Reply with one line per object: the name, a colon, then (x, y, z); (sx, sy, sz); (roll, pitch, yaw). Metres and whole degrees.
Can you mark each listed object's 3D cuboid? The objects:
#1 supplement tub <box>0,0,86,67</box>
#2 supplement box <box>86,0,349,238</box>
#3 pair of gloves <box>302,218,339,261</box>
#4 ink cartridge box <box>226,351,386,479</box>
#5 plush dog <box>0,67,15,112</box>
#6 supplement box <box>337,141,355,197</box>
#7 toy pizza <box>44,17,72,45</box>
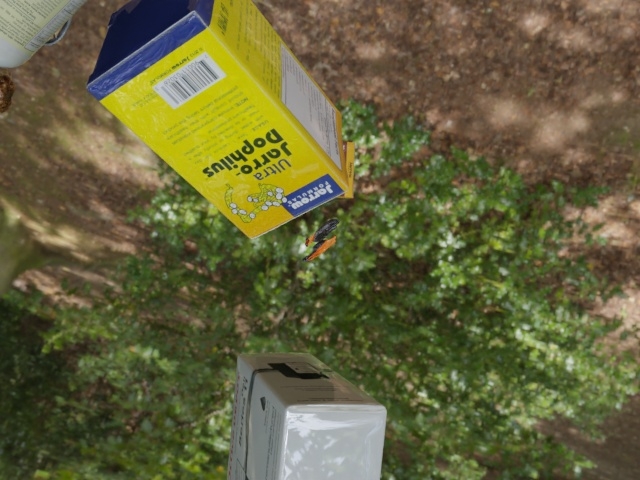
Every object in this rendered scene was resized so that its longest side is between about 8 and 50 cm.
supplement tub: (-0.450, -0.396, 0.936); (0.235, 0.325, 0.235); (47, -177, -4)
supplement box: (-0.134, -0.204, 0.999); (0.195, 0.194, 0.356); (-26, 132, 22)
pair of gloves: (0.000, 0.000, 1.105); (0.010, 0.074, 0.083); (43, 151, 21)
ink cartridge box: (-0.024, 0.196, 0.609); (0.087, 0.153, 0.208); (5, 180, -17)
plush dog: (-0.607, -0.226, 1.079); (0.262, 0.225, 0.210); (39, 153, 27)
supplement box: (-0.041, -0.164, 1.579); (0.191, 0.129, 0.194); (3, 178, -19)
toy pizza: (-0.512, -0.454, 1.198); (0.201, 0.201, 0.032); (6, -161, 37)
